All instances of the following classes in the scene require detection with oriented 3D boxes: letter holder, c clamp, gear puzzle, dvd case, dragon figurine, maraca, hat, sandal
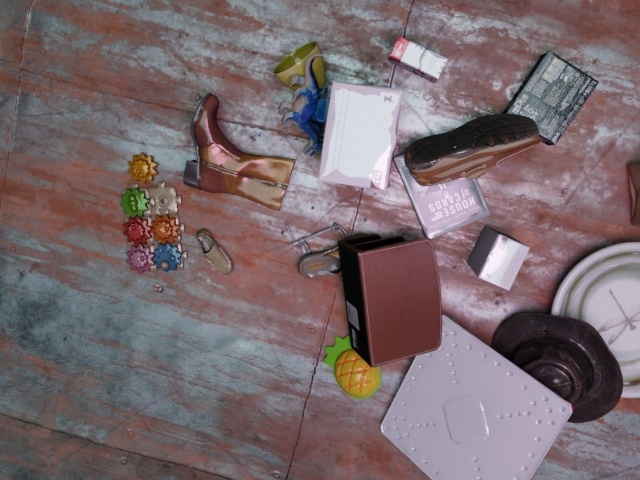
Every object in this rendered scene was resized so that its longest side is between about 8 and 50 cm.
[{"bbox_3d":[0.184,0.139,1.547,0.214,0.152,0.302,-12,104,-15],"label":"letter holder"},{"bbox_3d":[0.000,0.000,1.633,0.160,0.022,0.137,-17,97,8],"label":"c clamp"},{"bbox_3d":[-0.472,-0.075,1.664,0.175,0.044,0.339,-3,97,7],"label":"gear puzzle"},{"bbox_3d":[0.319,-0.142,1.576,0.179,0.029,0.239,-23,94,9],"label":"dvd case"},{"bbox_3d":[-0.013,-0.344,1.490,0.144,0.085,0.289,5,134,-25],"label":"dragon figurine"},{"bbox_3d":[0.087,0.345,1.638,0.127,0.099,0.186,-46,65,6],"label":"maraca"},{"bbox_3d":[0.557,0.340,1.491,0.331,0.134,0.331,19,120,36],"label":"hat"},{"bbox_3d":[0.042,0.051,1.604,0.219,0.060,0.090,-16,109,7],"label":"sandal"}]

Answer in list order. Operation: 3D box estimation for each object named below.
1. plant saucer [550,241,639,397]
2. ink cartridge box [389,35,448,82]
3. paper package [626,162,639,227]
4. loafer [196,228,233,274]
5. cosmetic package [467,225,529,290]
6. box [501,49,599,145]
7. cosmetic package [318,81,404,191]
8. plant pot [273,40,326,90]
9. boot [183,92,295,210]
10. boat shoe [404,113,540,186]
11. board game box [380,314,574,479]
[{"bbox_3d":[0.784,0.195,1.535,0.400,0.100,0.400,1,98,6],"label":"plant saucer"},{"bbox_3d":[0.244,-0.451,1.505,0.135,0.099,0.056,26,100,3],"label":"ink cartridge box"},{"bbox_3d":[0.924,-0.118,1.370,0.325,0.309,0.168,-7,95,7],"label":"paper package"},{"bbox_3d":[-0.297,0.035,1.657,0.056,0.050,0.148,-38,92,10],"label":"loafer"},{"bbox_3d":[0.435,0.038,1.485,0.085,0.231,0.117,23,100,3],"label":"cosmetic package"},{"bbox_3d":[0.567,-0.351,1.494,0.147,0.077,0.180,32,100,1],"label":"box"},{"bbox_3d":[0.098,-0.241,1.406,0.156,0.385,0.217,9,98,5],"label":"cosmetic package"},{"bbox_3d":[-0.040,-0.429,1.537,0.134,0.134,0.095,-32,119,9],"label":"plant pot"},{"bbox_3d":[-0.206,-0.233,1.588,0.280,0.096,0.264,14,99,3],"label":"boot"},{"bbox_3d":[0.374,-0.217,1.492,0.324,0.122,0.120,-13,138,14],"label":"boat shoe"},{"bbox_3d":[0.377,0.449,1.517,0.390,0.050,0.390,36,112,36],"label":"board game box"}]
